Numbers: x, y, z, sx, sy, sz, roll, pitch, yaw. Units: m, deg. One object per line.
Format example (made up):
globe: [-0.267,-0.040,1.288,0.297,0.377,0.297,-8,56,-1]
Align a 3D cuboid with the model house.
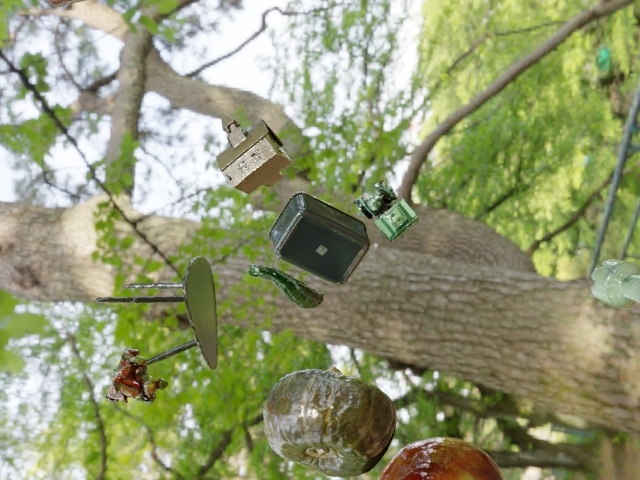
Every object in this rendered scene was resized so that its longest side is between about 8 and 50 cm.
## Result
model house: [-0.219,-0.278,2.383,0.248,0.180,0.176,57,-170,19]

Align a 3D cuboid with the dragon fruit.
dragon fruit: [-0.425,0.318,1.826,0.142,0.174,0.139,-27,-45,-65]

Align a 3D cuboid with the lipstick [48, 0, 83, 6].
lipstick: [-0.500,-0.573,1.809,0.080,0.241,0.080,-2,-90,-67]

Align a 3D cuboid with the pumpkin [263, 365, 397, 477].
pumpkin: [0.015,0.280,1.305,0.219,0.218,0.162,73,-157,-55]

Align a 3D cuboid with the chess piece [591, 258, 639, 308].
chess piece: [0.803,0.123,2.002,0.299,0.194,0.195,-159,72,-71]

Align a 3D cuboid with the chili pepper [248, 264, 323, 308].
chili pepper: [-0.065,0.137,2.201,0.278,0.122,0.065,32,-91,-39]

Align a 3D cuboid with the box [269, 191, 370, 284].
box: [0.000,0.000,1.793,0.144,0.201,0.090,-56,22,19]

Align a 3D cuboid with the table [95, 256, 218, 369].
table: [-0.432,0.187,2.222,0.317,0.248,0.318,-9,-90,-85]

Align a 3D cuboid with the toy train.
toy train: [0.177,-0.075,2.163,0.115,0.154,0.269,-41,-4,6]

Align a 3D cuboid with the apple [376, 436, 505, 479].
apple: [0.206,0.487,1.458,0.206,0.251,0.272,-163,76,-76]
